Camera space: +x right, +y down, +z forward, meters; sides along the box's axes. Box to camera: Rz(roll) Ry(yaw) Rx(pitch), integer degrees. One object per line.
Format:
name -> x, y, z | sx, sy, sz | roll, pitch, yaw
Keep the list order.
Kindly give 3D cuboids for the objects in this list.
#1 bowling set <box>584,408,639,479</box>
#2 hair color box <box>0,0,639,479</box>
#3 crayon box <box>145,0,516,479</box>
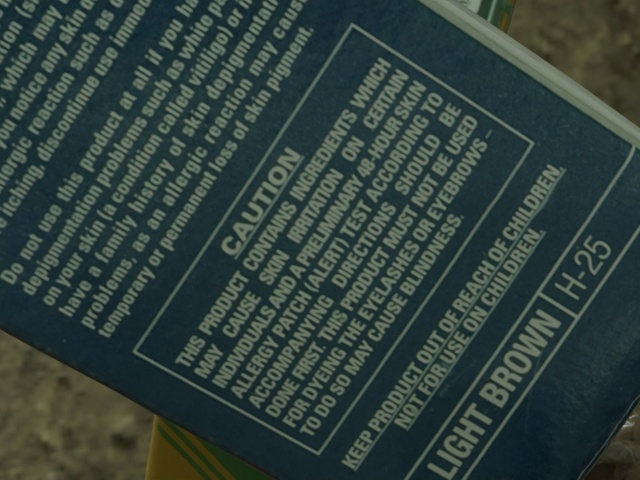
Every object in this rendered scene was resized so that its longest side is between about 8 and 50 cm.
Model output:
bowling set -> 0.113, 0.137, 0.497 | 0.287, 0.200, 0.154 | -74, -175, -78
hair color box -> -0.091, -0.072, 0.431 | 0.347, 0.105, 0.174 | 32, 8, -20
crayon box -> 0.000, 0.000, 0.784 | 0.323, 0.083, 0.203 | 109, -1, -66
